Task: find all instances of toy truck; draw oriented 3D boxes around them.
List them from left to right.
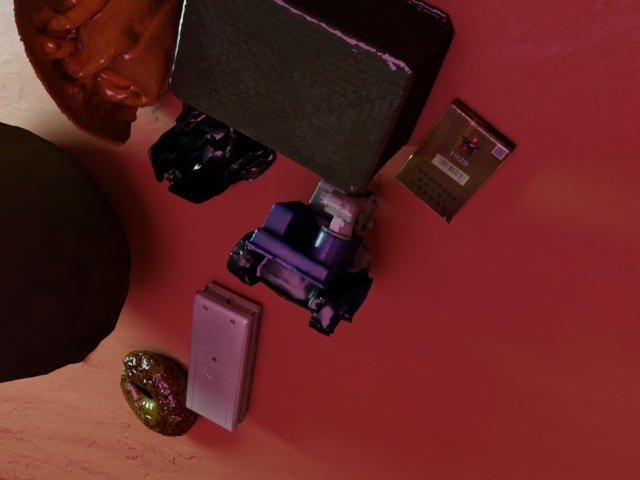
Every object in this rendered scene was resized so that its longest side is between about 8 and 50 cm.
[{"bbox_3d":[0.000,0.000,0.954,0.161,0.213,0.176,30,103,12],"label":"toy truck"}]

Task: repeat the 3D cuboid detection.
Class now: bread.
[{"bbox_3d":[-0.308,0.292,1.433,0.193,0.064,0.193,18,127,25],"label":"bread"}]

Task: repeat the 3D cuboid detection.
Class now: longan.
[{"bbox_3d":[-0.520,0.014,1.165,0.436,0.404,0.403,29,131,17],"label":"longan"}]

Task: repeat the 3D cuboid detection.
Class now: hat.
[{"bbox_3d":[-0.211,-0.259,0.969,0.233,0.233,0.244,-20,123,11],"label":"hat"}]

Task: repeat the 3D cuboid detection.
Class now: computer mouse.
[{"bbox_3d":[-0.159,-0.124,1.052,0.242,0.077,0.146,-31,99,41],"label":"computer mouse"}]

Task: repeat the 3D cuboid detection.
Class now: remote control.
[{"bbox_3d":[-0.166,0.201,1.288,0.103,0.055,0.277,24,128,16],"label":"remote control"}]

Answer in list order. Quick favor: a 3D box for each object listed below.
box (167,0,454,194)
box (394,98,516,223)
[{"bbox_3d":[-0.015,-0.207,0.863,0.273,0.143,0.184,30,131,10],"label":"box"},{"bbox_3d":[0.158,-0.093,0.911,0.090,0.023,0.133,38,132,3],"label":"box"}]
